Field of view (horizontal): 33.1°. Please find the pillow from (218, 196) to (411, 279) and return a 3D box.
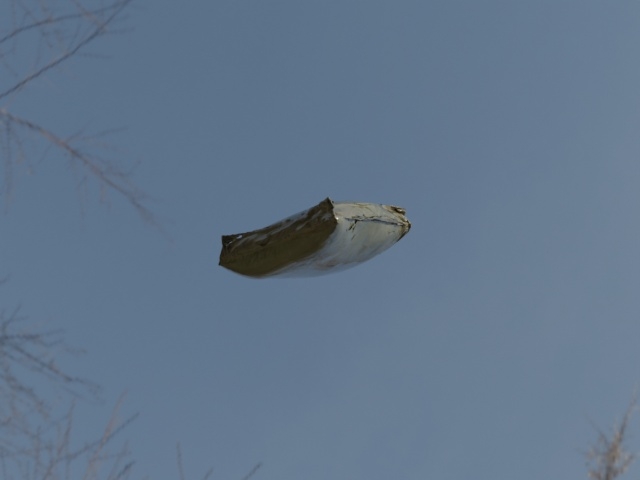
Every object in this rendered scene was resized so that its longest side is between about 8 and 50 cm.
[{"bbox_3d":[0.000,0.000,0.940,0.119,0.208,0.053,-28,-102,20],"label":"pillow"}]
